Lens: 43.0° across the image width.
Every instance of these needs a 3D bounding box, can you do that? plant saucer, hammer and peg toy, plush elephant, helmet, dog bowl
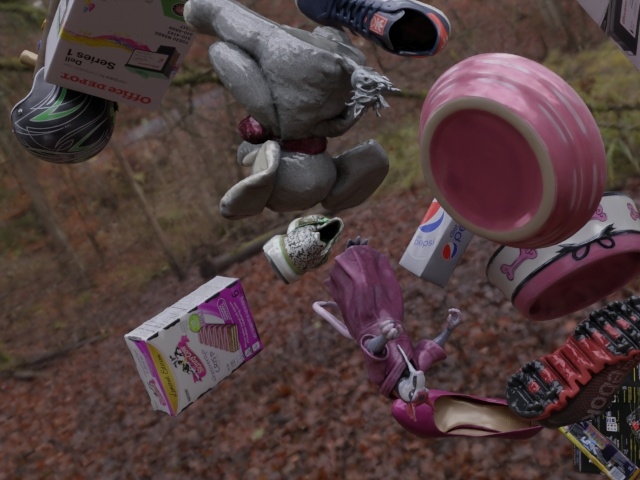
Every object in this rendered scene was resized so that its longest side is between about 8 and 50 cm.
[{"bbox_3d":[0.281,-0.125,1.287,0.084,0.332,0.332,-35,12,-35],"label":"plant saucer"},{"bbox_3d":[-0.622,-0.549,2.092,0.361,0.127,0.266,-68,0,-68],"label":"hammer and peg toy"},{"bbox_3d":[-0.040,-0.158,1.133,0.271,0.255,0.330,4,28,-38],"label":"plush elephant"},{"bbox_3d":[-0.455,-0.215,1.445,0.169,0.169,0.162,-17,48,49],"label":"helmet"},{"bbox_3d":[0.629,0.057,2.026,0.407,0.150,0.408,-18,-28,-10],"label":"dog bowl"}]

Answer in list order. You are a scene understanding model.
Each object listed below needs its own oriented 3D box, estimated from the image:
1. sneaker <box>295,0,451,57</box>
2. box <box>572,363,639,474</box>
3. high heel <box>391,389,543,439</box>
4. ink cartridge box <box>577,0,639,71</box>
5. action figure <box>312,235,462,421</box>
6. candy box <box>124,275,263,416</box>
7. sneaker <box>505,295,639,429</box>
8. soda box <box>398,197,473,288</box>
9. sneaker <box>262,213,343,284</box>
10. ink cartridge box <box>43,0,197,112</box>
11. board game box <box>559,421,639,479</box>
[{"bbox_3d":[0.111,-0.479,1.734,0.349,0.131,0.148,14,30,1],"label":"sneaker"},{"bbox_3d":[0.734,0.396,1.926,0.257,0.322,0.079,2,-13,4],"label":"box"},{"bbox_3d":[0.370,0.424,2.004,0.377,0.127,0.181,8,-21,-24],"label":"high heel"},{"bbox_3d":[0.629,-0.440,1.371,0.285,0.395,0.166,-30,-22,-5],"label":"ink cartridge box"},{"bbox_3d":[0.106,0.187,1.550,0.248,0.370,0.275,17,-48,-41],"label":"action figure"},{"bbox_3d":[-0.225,0.187,1.484,0.071,0.159,0.233,3,28,44],"label":"candy box"},{"bbox_3d":[0.418,0.194,1.238,0.276,0.135,0.098,-39,38,8],"label":"sneaker"},{"bbox_3d":[0.311,-0.036,1.965,0.091,0.098,0.286,35,99,52],"label":"soda box"},{"bbox_3d":[0.000,0.000,2.201,0.182,0.158,0.410,-27,7,21],"label":"sneaker"},{"bbox_3d":[-0.317,-0.361,1.332,0.201,0.117,0.278,13,-40,-28],"label":"ink cartridge box"},{"bbox_3d":[0.490,0.368,1.392,0.048,0.141,0.170,-49,43,4],"label":"board game box"}]
